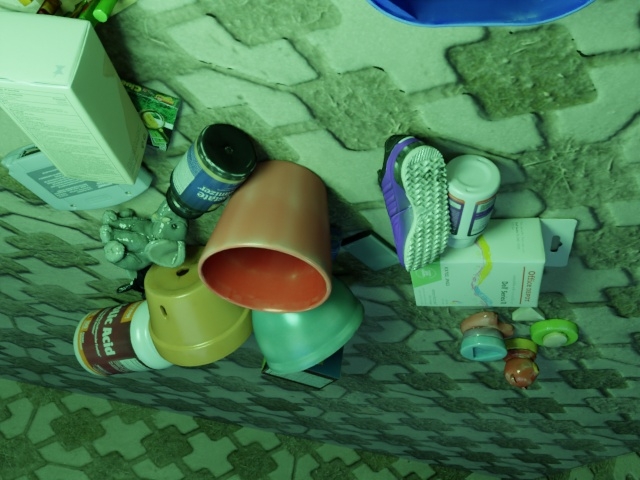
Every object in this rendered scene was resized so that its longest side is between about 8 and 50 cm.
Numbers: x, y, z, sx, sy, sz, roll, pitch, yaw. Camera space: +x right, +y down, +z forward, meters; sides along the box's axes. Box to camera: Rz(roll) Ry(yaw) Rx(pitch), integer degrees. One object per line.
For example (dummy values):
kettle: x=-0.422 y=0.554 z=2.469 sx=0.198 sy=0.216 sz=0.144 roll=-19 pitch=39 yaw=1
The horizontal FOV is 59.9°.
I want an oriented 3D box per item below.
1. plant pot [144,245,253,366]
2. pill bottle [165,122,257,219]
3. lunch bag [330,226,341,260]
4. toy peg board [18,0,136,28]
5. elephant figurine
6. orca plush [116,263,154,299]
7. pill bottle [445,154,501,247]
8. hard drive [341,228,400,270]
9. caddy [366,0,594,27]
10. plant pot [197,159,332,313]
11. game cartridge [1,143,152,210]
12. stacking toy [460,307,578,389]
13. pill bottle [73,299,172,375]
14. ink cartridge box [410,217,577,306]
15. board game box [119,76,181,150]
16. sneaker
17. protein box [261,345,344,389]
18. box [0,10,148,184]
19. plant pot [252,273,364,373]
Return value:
plant pot: x=-0.331 y=0.152 z=1.456 sx=0.290 sy=0.291 sz=0.203 roll=-2 pitch=129 yaw=15
pill bottle: x=-0.230 y=-0.130 z=1.125 sx=0.122 sy=0.123 sz=0.219 roll=26 pitch=143 yaw=-24
lunch bag: x=0.000 y=0.000 z=1.317 sx=0.098 sy=0.067 sz=0.065 roll=12 pitch=146 yaw=-3
toy peg board: x=-0.389 y=-0.379 z=0.829 sx=0.161 sy=0.079 sz=0.160 roll=-14 pitch=141 yaw=29
elephant figurine: x=-0.382 y=-0.013 z=1.324 sx=0.239 sy=0.169 sz=0.186 roll=-10 pitch=174 yaw=0
orca plush: x=-0.507 y=0.116 z=1.572 sx=0.287 sy=0.102 sz=0.151 roll=-24 pitch=134 yaw=39
pill bottle: x=0.288 y=-0.069 z=1.111 sx=0.108 sy=0.108 sz=0.193 roll=4 pitch=146 yaw=7
hard drive: x=0.128 y=0.025 z=1.366 sx=0.094 sy=0.022 sz=0.135 roll=-22 pitch=136 yaw=38
caddy: x=0.190 y=-0.368 z=0.625 sx=0.341 sy=0.179 sz=0.241 roll=3 pitch=145 yaw=9
plant pot: x=-0.097 y=-0.015 z=1.158 sx=0.275 sy=0.243 sz=0.275 roll=6 pitch=147 yaw=4
game cartridge: x=-0.528 y=-0.148 z=1.229 sx=0.294 sy=0.060 sz=0.196 roll=-9 pitch=139 yaw=25
stacking toy: x=0.574 y=0.313 z=1.599 sx=0.309 sy=0.130 sz=0.279 roll=26 pitch=143 yaw=-25
pill bottle: x=-0.564 y=0.300 z=1.752 sx=0.392 sy=0.224 sz=0.224 roll=-14 pitch=141 yaw=29
ink cartridge box: x=0.389 y=0.056 z=1.265 sx=0.353 sy=0.119 sz=0.207 roll=-2 pitch=145 yaw=16
board game box: x=-0.405 y=-0.262 z=1.054 sx=0.259 sy=0.030 sz=0.136 roll=18 pitch=143 yaw=-14
sneaker: x=0.173 y=-0.080 z=1.091 sx=0.102 sy=0.146 sz=0.293 roll=-21 pitch=130 yaw=-17
protein box: x=-0.047 y=0.316 z=1.679 sx=0.201 sy=0.200 sz=0.136 roll=21 pitch=145 yaw=-19
box: x=-0.408 y=-0.218 z=0.924 sx=0.148 sy=0.121 sz=0.311 roll=8 pitch=160 yaw=0
plant pot: x=-0.060 y=0.169 z=1.429 sx=0.293 sy=0.293 sz=0.196 roll=-19 pitch=110 yaw=35
